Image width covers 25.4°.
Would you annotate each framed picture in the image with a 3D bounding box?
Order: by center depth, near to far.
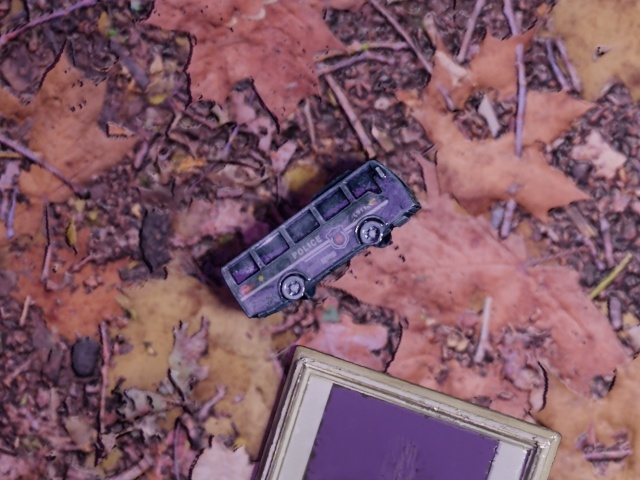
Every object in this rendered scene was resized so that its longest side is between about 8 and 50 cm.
[{"bbox_3d":[0.042,0.257,1.145,0.231,0.018,0.293,17,93,9],"label":"framed picture"}]

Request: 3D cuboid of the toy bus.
[{"bbox_3d":[0.000,0.000,1.141,0.166,0.047,0.065,-36,80,8],"label":"toy bus"}]
